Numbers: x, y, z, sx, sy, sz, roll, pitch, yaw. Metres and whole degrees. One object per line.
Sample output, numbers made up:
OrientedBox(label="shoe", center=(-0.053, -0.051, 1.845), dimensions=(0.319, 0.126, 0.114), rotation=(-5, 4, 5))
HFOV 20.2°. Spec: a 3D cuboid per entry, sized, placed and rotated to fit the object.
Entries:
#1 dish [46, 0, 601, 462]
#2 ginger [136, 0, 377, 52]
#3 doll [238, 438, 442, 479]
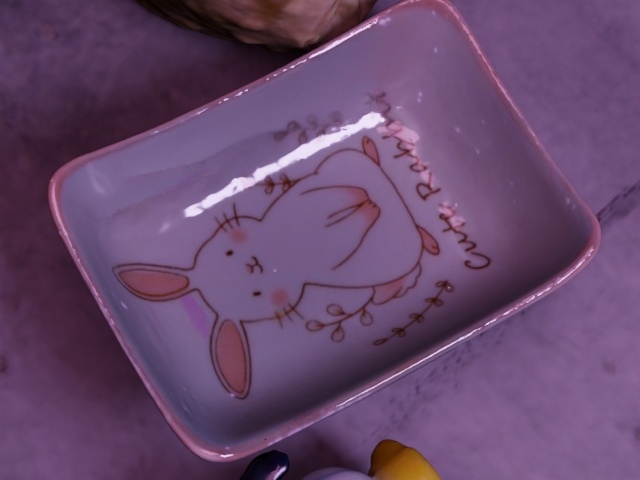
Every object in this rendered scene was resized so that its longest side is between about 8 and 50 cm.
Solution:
OrientedBox(label="dish", center=(0.000, 0.000, 0.810), dimensions=(0.212, 0.077, 0.151), rotation=(-28, 77, -16))
OrientedBox(label="ginger", center=(-0.065, -0.199, 0.796), dimensions=(0.276, 0.221, 0.130), rotation=(32, 72, 12))
OrientedBox(label="doll", center=(-0.072, 0.204, 0.762), dimensions=(0.314, 0.141, 0.177), rotation=(-31, 113, -18))
